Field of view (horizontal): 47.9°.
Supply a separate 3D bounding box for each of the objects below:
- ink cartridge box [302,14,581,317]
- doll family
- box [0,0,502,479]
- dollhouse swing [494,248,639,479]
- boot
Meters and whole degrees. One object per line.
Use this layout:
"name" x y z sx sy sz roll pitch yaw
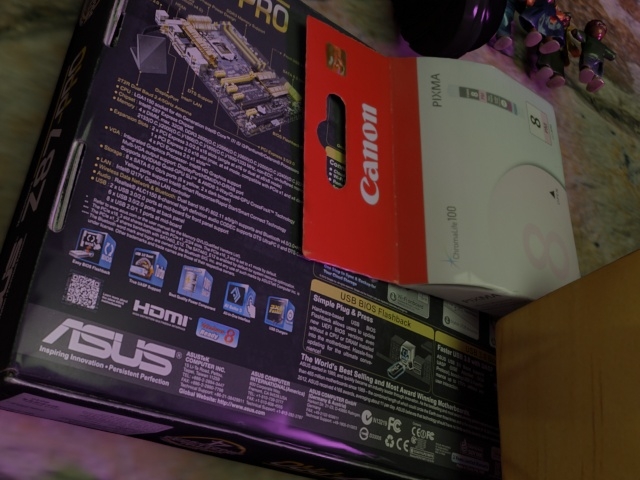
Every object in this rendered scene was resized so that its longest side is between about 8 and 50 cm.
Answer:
"ink cartridge box" 0.095 -0.050 0.517 0.232 0.066 0.189 21 60 -40
"doll family" 0.261 -0.252 0.849 0.193 0.076 0.111 30 61 -25
"box" 0.000 0.000 0.514 0.395 0.097 0.318 23 61 -32
"dollhouse swing" 0.326 0.166 0.514 0.347 0.304 0.315 37 49 -52
"boot" 0.217 -0.316 0.752 0.260 0.131 0.348 11 65 -20
